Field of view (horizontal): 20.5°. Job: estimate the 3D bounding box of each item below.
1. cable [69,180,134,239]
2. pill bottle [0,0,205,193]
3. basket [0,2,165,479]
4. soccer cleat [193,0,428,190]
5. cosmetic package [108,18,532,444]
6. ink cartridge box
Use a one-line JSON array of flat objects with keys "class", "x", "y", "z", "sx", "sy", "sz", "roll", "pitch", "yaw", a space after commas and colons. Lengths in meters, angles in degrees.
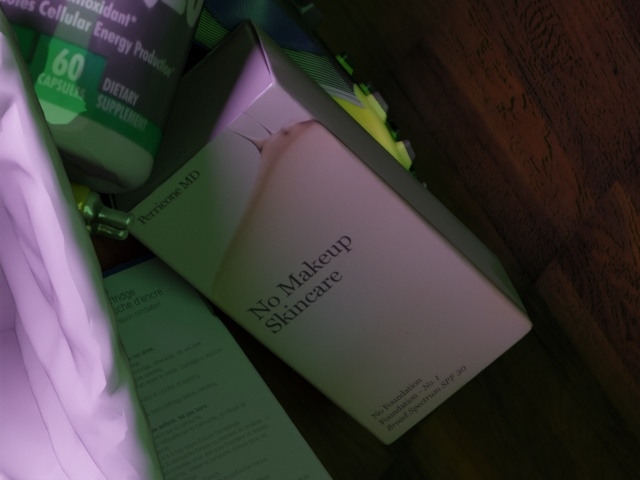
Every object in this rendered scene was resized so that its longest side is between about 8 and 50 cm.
[{"class": "cable", "x": -0.274, "y": -0.036, "z": 1.196, "sx": 0.287, "sy": 0.139, "sz": 0.072, "roll": 26, "pitch": 56, "yaw": -15}, {"class": "pill bottle", "x": -0.161, "y": -0.230, "z": 1.186, "sx": 0.204, "sy": 0.204, "sz": 0.361, "roll": 22, "pitch": 79, "yaw": -35}, {"class": "basket", "x": -0.288, "y": 0.027, "z": 0.931, "sx": 0.328, "sy": 0.266, "sz": 0.331, "roll": -19, "pitch": 120, "yaw": -8}, {"class": "soccer cleat", "x": -0.017, "y": -0.102, "z": 1.389, "sx": 0.121, "sy": 0.093, "sz": 0.289, "roll": -36, "pitch": 122, "yaw": 4}, {"class": "cosmetic package", "x": 0.000, "y": 0.000, "z": 1.336, "sx": 0.160, "sy": 0.113, "sz": 0.309, "roll": -42, "pitch": 122, "yaw": 13}, {"class": "ink cartridge box", "x": -0.154, "y": 0.183, "z": 1.216, "sx": 0.303, "sy": 0.307, "sz": 0.072, "roll": -23, "pitch": 150, "yaw": -28}]
